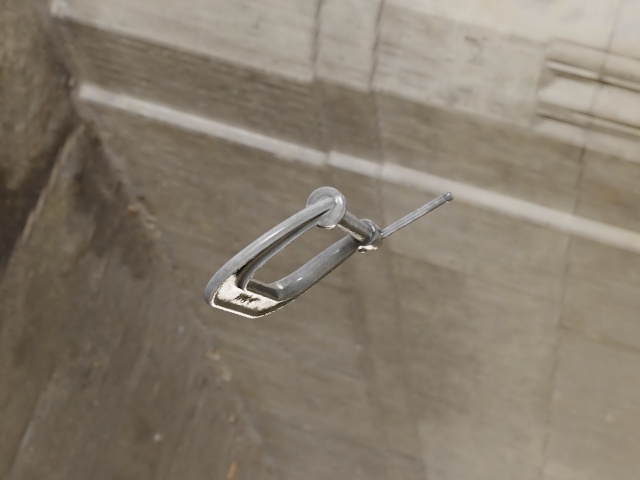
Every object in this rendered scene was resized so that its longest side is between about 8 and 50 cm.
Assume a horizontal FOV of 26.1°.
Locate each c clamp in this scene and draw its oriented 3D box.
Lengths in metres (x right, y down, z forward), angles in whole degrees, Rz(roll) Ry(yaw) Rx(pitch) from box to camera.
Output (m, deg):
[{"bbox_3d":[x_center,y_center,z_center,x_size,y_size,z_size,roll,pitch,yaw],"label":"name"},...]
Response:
[{"bbox_3d":[0.000,0.000,0.793,0.137,0.022,0.160,-36,166,13],"label":"c clamp"}]
